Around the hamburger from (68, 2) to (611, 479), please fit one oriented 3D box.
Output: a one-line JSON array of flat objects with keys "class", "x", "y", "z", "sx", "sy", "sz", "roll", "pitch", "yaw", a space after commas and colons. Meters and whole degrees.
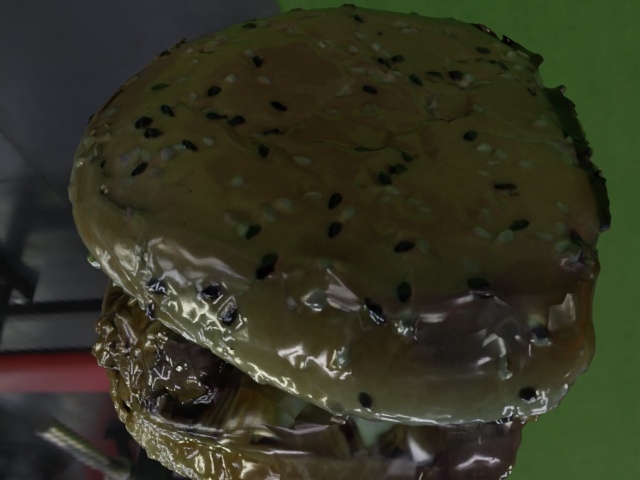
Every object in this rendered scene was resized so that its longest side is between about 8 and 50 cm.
[{"class": "hamburger", "x": 0.000, "y": 0.000, "z": 0.536, "sx": 0.277, "sy": 0.318, "sz": 0.195, "roll": 1, "pitch": 130, "yaw": -6}]
